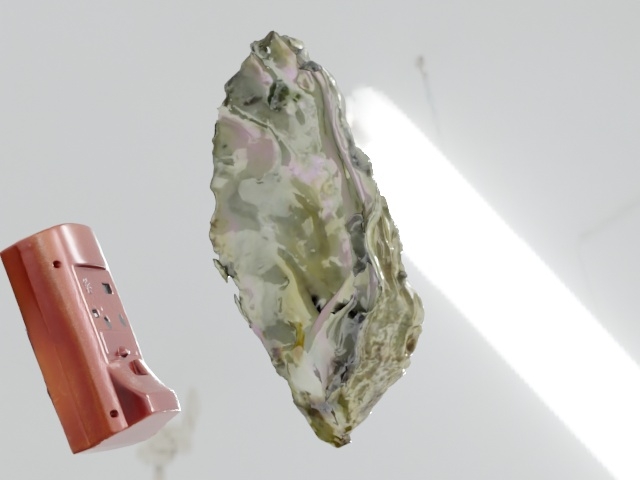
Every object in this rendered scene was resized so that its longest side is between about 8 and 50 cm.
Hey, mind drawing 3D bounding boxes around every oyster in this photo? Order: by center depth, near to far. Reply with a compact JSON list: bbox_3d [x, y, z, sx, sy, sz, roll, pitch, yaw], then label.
[{"bbox_3d":[0.003,-0.008,0.954,0.072,0.209,0.133,-5,-25,-42],"label":"oyster"}]

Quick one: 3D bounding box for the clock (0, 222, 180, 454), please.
[{"bbox_3d":[-0.158,0.066,1.236,0.061,0.113,0.155,-25,-98,11],"label":"clock"}]
